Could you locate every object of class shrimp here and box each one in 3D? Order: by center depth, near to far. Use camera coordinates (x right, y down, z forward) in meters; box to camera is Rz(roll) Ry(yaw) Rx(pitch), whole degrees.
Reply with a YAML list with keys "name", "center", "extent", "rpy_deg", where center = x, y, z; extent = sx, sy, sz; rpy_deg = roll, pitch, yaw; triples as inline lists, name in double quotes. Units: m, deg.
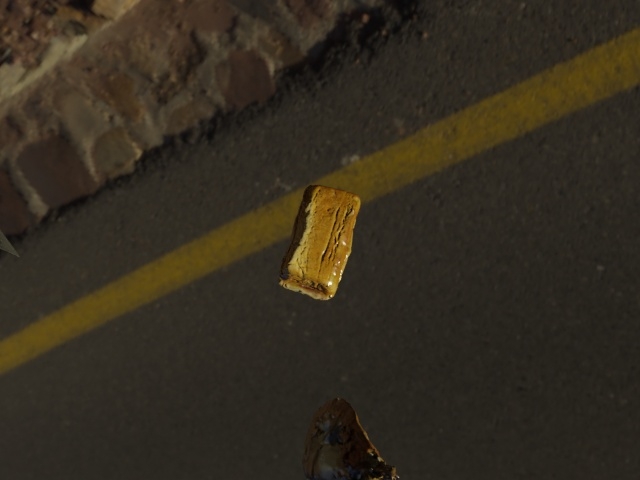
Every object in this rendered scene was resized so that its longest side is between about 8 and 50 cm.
- name: "shrimp"
  center: [0.023, 0.206, 1.018]
  extent: [0.043, 0.091, 0.184]
  rpy_deg: [15, -179, -24]

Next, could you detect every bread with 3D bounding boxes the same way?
- name: "bread"
  center: [0.000, 0.000, 1.213]
  extent: [0.074, 0.132, 0.053]
  rpy_deg: [14, 159, 2]

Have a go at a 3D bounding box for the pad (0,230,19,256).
- name: "pad"
  center: [-0.435, -0.068, 1.110]
  extent: [0.170, 0.006, 0.245]
  rpy_deg: [46, -174, 34]
